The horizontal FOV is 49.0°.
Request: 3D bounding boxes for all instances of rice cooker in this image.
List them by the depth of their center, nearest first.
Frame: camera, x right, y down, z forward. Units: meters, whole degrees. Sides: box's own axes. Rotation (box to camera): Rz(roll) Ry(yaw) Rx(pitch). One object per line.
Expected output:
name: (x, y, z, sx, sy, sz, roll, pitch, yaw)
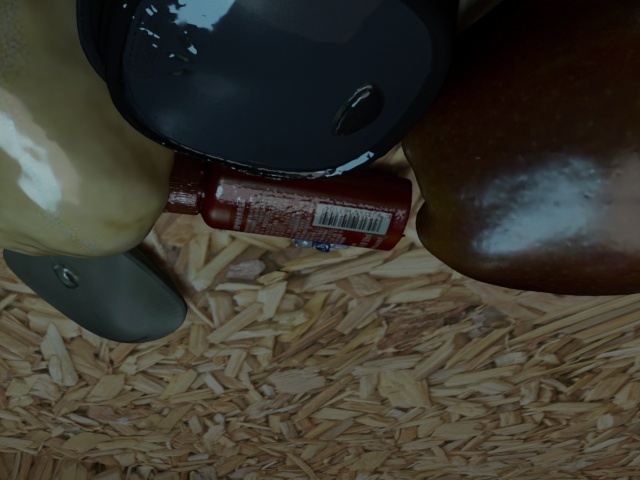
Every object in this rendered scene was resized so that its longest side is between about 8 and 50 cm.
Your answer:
rice cooker: (-0.033, -0.191, 0.496, 0.267, 0.224, 0.267, 0, 151, 0)

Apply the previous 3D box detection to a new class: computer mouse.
computer mouse: (-0.334, 0.077, 1.072, 0.197, 0.095, 0.331, -12, 147, 12)

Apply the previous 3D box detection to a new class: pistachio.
pistachio: (-0.242, -0.119, 0.621, 0.238, 0.229, 0.321, -30, 139, -21)

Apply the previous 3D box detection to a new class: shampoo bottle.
shampoo bottle: (-0.048, -0.050, 0.867, 0.314, 0.076, 0.118, 7, 149, -10)

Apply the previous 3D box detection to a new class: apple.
apple: (0.233, -0.090, 0.610, 0.316, 0.288, 0.288, -16, 145, 28)

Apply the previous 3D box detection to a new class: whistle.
whistle: (0.000, 0.000, 0.998, 0.083, 0.029, 0.033, 7, 133, 4)
